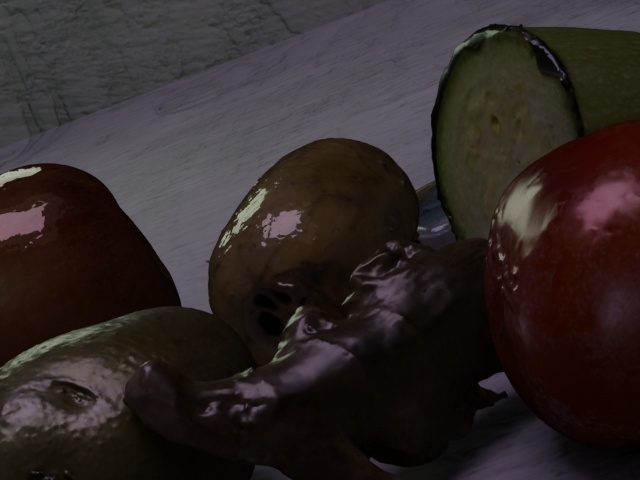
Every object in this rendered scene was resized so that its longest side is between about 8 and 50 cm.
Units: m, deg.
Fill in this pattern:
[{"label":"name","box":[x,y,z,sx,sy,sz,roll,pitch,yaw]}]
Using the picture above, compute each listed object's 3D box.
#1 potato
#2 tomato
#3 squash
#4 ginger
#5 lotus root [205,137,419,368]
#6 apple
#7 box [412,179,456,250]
[{"label":"potato","box":[-0.134,0.131,1.356,0.251,0.174,0.159,-35,-8,-47]},{"label":"tomato","box":[0.208,0.020,1.216,0.232,0.188,0.232,-19,16,6]},{"label":"squash","box":[0.187,-0.067,1.604,0.133,0.220,0.220,3,-1,-31]},{"label":"ginger","box":[0.049,0.086,1.304,0.333,0.166,0.080,-22,-27,-30]},{"label":"lotus root","box":[0.000,0.000,1.662,0.151,0.169,0.342,22,22,3]},{"label":"apple","box":[-0.247,0.056,1.697,0.254,0.253,0.253,-21,13,5]},{"label":"box","box":[0.185,-0.061,1.886,0.285,0.044,0.142,-28,19,-23]}]
